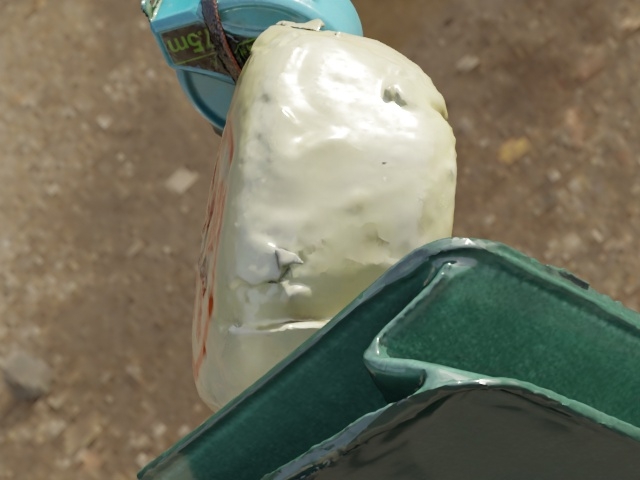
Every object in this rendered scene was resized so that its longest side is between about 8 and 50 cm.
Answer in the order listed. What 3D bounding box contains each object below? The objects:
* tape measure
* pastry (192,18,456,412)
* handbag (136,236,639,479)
[{"bbox_3d":[-0.037,-0.130,1.287,0.125,0.146,0.081,-14,34,21],"label":"tape measure"},{"bbox_3d":[0.000,0.000,1.090,0.265,0.133,0.264,-170,90,-84],"label":"pastry"},{"bbox_3d":[0.100,0.137,0.910,0.238,0.326,0.089,-40,41,33],"label":"handbag"}]
